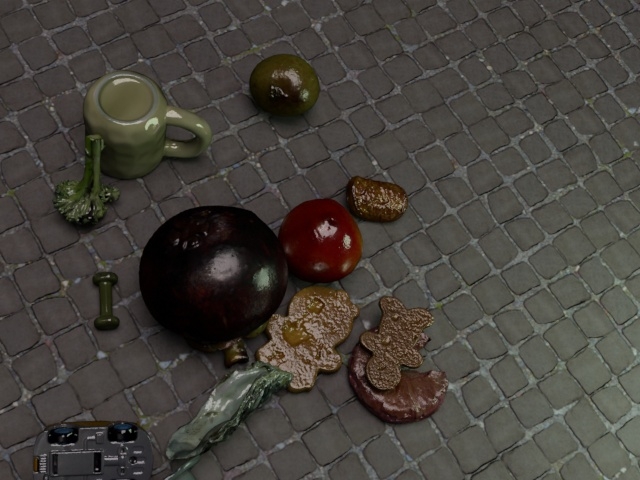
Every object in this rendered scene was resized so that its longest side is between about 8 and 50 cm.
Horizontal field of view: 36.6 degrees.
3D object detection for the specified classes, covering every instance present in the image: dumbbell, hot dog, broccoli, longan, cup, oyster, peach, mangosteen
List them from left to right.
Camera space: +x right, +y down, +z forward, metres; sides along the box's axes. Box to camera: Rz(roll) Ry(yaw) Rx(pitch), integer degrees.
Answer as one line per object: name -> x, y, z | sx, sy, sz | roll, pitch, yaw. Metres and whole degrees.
broccoli -> -0.475, -0.128, 1.982 | 0.122, 0.204, 0.118 | 20, 31, -1
dumbbell -> -0.432, 0.121, 1.952 | 0.052, 0.046, 0.117 | -5, 66, -8
cup -> -0.375, -0.225, 2.040 | 0.255, 0.202, 0.173 | 29, 63, 3
mangosteen -> -0.200, 0.074, 1.905 | 0.293, 0.297, 0.297 | 39, 53, -40
oyster -> -0.185, 0.328, 1.870 | 0.087, 0.199, 0.252 | 58, 32, -14
longan -> -0.083, -0.345, 2.181 | 0.155, 0.176, 0.145 | -15, 109, 18
peach -> 0.000, 0.000, 2.014 | 0.197, 0.197, 0.197 | 5, 64, -9
hot dog -> 0.123, -0.094, 2.157 | 0.147, 0.065, 0.099 | 10, 63, -19

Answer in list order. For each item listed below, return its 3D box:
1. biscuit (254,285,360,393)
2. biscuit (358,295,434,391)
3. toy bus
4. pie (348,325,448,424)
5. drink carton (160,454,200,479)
biscuit -> -0.025, 0.194, 2.005 | 0.184, 0.035, 0.248 | 31, 65, 4
biscuit -> 0.146, 0.215, 1.975 | 0.138, 0.031, 0.205 | 21, 60, 1
toy bus -> -0.414, 0.390, 1.775 | 0.210, 0.136, 0.126 | 0, 94, -12
pie -> 0.161, 0.271, 1.996 | 0.204, 0.054, 0.218 | -29, 73, -23
drink carton -> -0.255, 0.515, 1.731 | 0.185, 0.191, 0.189 | -27, 79, -24
